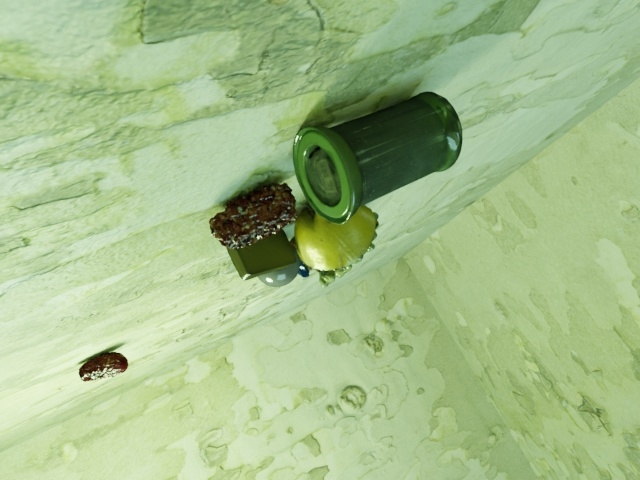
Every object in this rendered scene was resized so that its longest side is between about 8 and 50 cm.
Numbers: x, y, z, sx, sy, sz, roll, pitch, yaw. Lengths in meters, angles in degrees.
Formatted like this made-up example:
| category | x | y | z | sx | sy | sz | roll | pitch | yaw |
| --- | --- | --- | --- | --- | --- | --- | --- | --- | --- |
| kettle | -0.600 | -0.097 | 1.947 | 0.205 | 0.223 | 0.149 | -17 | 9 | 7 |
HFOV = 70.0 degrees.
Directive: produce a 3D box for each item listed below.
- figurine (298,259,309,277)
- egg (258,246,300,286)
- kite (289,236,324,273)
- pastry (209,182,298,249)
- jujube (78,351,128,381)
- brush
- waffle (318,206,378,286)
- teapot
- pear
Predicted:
| category | x | y | z | sx | sy | sz | roll | pitch | yaw |
| --- | --- | --- | --- | --- | --- | --- | --- | --- | --- |
| figurine | -0.003 | 0.007 | 1.612 | 0.262 | 0.121 | 0.164 | -51 | -161 | 13 |
| egg | -0.139 | 0.076 | 1.492 | 0.147 | 0.146 | 0.198 | -33 | -174 | 15 |
| kite | -0.046 | 0.024 | 1.557 | 0.160 | 0.182 | 0.010 | 13 | -161 | 28 |
| pastry | -0.150 | -0.055 | 1.052 | 0.209 | 0.115 | 0.097 | -30 | 180 | -7 |
| jujube | -0.800 | 0.463 | 1.685 | 0.166 | 0.104 | 0.104 | -8 | 158 | -33 |
| brush | -0.170 | 0.037 | 1.325 | 0.197 | 0.123 | 0.059 | -14 | 164 | -47 |
| waffle | 0.092 | 0.016 | 1.643 | 0.309 | 0.056 | 0.291 | -44 | -157 | 30 |
| teapot | 0.120 | -0.187 | 0.982 | 0.337 | 0.200 | 0.271 | -26 | -167 | -25 |
| pear | 0.029 | -0.051 | 1.334 | 0.267 | 0.266 | 0.178 | -29 | 144 | -1 |
